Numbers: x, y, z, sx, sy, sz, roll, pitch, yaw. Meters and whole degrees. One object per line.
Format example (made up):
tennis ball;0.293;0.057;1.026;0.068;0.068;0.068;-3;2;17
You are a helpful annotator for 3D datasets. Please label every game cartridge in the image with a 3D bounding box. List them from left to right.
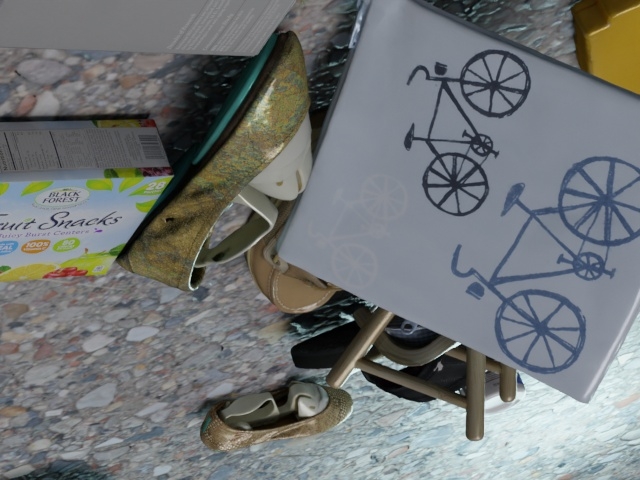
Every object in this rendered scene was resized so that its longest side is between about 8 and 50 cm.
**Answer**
game cartridge;0.397;-0.206;1.867;0.285;0.052;0.323;-23;153;1

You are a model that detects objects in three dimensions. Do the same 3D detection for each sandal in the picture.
sandal;0.168;0.118;2.098;0.446;0.107;0.167;-12;-174;25

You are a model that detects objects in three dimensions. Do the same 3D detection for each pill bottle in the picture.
pill bottle;0.193;0.142;2.285;0.078;0.137;0.078;-17;155;-8

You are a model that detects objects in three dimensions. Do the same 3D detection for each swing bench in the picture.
swing bench;0.147;0.041;1.888;0.253;0.165;0.254;-14;123;-75

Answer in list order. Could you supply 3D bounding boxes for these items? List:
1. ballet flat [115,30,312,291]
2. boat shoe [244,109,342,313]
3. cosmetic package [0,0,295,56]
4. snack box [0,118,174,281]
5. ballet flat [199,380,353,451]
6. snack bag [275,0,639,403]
ballet flat;-0.074;-0.060;1.675;0.123;0.123;0.348;-3;152;-35
boat shoe;0.000;0.000;1.874;0.122;0.110;0.341;-15;154;-15
cosmetic package;-0.141;-0.209;1.325;0.238;0.127;0.107;-2;148;-33
snack box;-0.260;-0.033;1.646;0.207;0.070;0.174;-5;150;-35
ballet flat;-0.050;0.212;2.318;0.206;0.073;0.067;-16;140;-22
snack bag;0.146;-0.037;1.662;0.037;0.342;0.323;-58;170;-54
